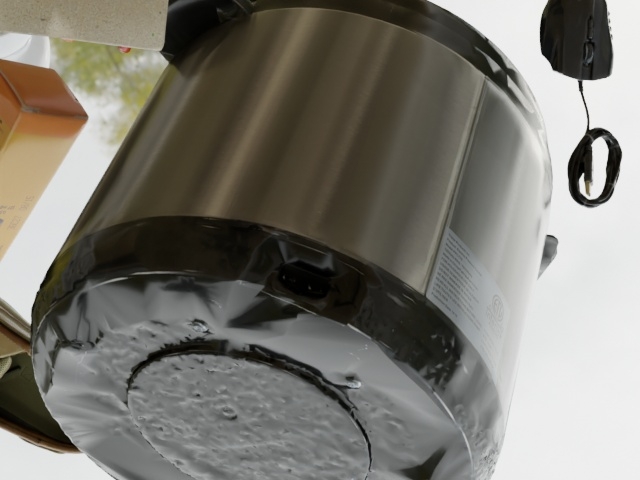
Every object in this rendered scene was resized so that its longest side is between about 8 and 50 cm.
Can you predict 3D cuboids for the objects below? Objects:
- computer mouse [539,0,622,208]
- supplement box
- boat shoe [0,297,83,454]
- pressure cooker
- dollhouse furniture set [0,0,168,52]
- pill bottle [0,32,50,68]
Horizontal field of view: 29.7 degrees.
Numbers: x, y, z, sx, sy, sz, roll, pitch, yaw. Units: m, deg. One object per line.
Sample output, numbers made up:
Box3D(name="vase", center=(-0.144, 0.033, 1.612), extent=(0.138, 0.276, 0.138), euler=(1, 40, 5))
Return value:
Box3D(name="computer mouse", center=(0.257, -0.148, 1.164), extent=(0.071, 0.041, 0.242), euler=(1, -109, -13))
Box3D(name="supplement box", center=(-0.305, -0.048, 1.088), extent=(0.080, 0.078, 0.233), euler=(49, -64, 29))
Box3D(name="boat shoe", center=(-0.355, 0.127, 1.280), extent=(0.123, 0.324, 0.120), euler=(-61, -166, 4))
Box3D(name="pressure cooker", center=(0.006, -0.001, 0.994), extent=(0.375, 0.370, 0.420), euler=(13, -131, 8))
Box3D(name="dollhouse furniture set", center=(-0.090, -0.231, 0.633), extent=(0.135, 0.259, 0.262), euler=(6, -162, -7))
Box3D(name="pill bottle", center=(-0.465, -0.211, 1.589), extent=(0.210, 0.363, 0.210), euler=(8, -124, -12))
